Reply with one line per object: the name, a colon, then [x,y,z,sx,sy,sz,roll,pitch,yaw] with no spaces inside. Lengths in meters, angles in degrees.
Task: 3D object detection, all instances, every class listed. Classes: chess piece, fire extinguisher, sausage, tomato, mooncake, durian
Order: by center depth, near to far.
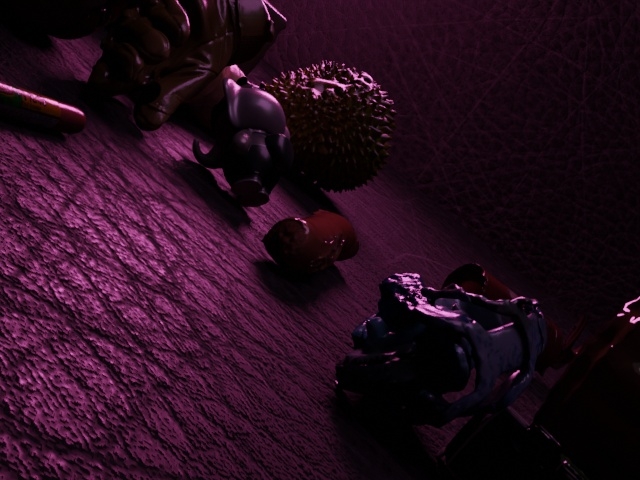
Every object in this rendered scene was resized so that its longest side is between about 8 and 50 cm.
sausage: [-0.276,-0.124,0.840,0.029,0.029,0.223,44,11,17]
mooncake: [0.410,0.205,1.169,0.187,0.324,0.324,43,10,25]
tomato: [-0.313,-0.369,1.179,0.189,0.232,0.232,49,10,-2]
sausage: [-0.001,0.000,1.203,0.078,0.078,0.304,42,11,7]
chess piece: [-0.156,-0.222,1.491,0.137,0.137,0.301,49,0,35]
durian: [0.019,-0.213,1.718,0.291,0.225,0.291,37,17,-14]
fire extinguisher: [0.376,0.150,1.729,0.337,0.147,0.106,34,15,-32]

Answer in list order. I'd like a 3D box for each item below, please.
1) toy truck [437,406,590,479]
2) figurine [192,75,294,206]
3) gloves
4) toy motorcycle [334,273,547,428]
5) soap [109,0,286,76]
toy truck: [0.230,0.258,0.909,0.242,0.101,0.125,44,6,1]
figurine: [-0.097,-0.137,1.251,0.147,0.126,0.192,46,36,-49]
gloves: [-0.192,-0.253,1.207,0.141,0.154,0.331,36,37,13]
toy motorcycle: [0.123,0.103,0.943,0.260,0.206,0.154,-22,100,-78]
soap: [-0.263,-0.466,1.798,0.350,0.213,0.435,34,13,-37]
